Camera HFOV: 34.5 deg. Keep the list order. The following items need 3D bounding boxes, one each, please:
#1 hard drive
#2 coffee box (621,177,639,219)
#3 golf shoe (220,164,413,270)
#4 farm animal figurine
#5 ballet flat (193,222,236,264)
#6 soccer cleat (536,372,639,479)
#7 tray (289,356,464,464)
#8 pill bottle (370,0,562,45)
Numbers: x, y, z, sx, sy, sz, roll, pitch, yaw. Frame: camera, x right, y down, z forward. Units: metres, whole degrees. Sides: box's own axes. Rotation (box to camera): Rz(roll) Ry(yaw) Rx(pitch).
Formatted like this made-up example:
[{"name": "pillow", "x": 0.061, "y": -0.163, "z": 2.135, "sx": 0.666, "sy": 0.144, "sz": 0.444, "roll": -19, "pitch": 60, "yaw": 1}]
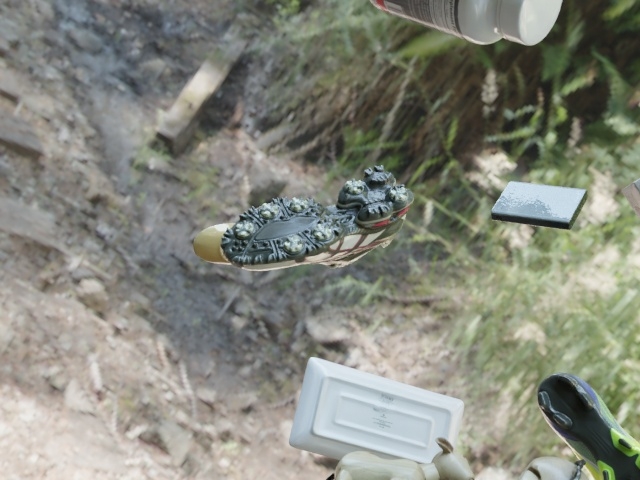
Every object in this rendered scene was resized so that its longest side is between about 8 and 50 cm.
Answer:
[{"name": "hard drive", "x": 0.363, "y": -0.058, "z": 1.709, "sx": 0.135, "sy": 0.022, "sz": 0.094, "roll": 9, "pitch": 42, "yaw": 30}, {"name": "coffee box", "x": 0.621, "y": -0.018, "z": 1.670, "sx": 0.246, "sy": 0.141, "sz": 0.098, "roll": 59, "pitch": 0, "yaw": 7}, {"name": "golf shoe", "x": 0.000, "y": 0.000, "z": 1.364, "sx": 0.273, "sy": 0.120, "sz": 0.105, "roll": -18, "pitch": 50, "yaw": -22}, {"name": "farm animal figurine", "x": 0.191, "y": 0.343, "z": 1.198, "sx": 0.330, "sy": 0.327, "sz": 0.172, "roll": 52, "pitch": 32, "yaw": 1}, {"name": "ballet flat", "x": -0.122, "y": 0.010, "z": 1.933, "sx": 0.232, "sy": 0.080, "sz": 0.073, "roll": 1, "pitch": 6, "yaw": -31}, {"name": "soccer cleat", "x": 0.419, "y": 0.310, "z": 1.476, "sx": 0.289, "sy": 0.093, "sz": 0.121, "roll": 56, "pitch": 12, "yaw": 29}, {"name": "tray", "x": 0.095, "y": 0.285, "z": 1.614, "sx": 0.270, "sy": 0.145, "sz": 0.030, "roll": 17, "pitch": -19, "yaw": -11}, {"name": "pill bottle", "x": 0.246, "y": -0.441, "z": 1.773, "sx": 0.319, "sy": 0.176, "sz": 0.176, "roll": 28, "pitch": 12, "yaw": 34}]
